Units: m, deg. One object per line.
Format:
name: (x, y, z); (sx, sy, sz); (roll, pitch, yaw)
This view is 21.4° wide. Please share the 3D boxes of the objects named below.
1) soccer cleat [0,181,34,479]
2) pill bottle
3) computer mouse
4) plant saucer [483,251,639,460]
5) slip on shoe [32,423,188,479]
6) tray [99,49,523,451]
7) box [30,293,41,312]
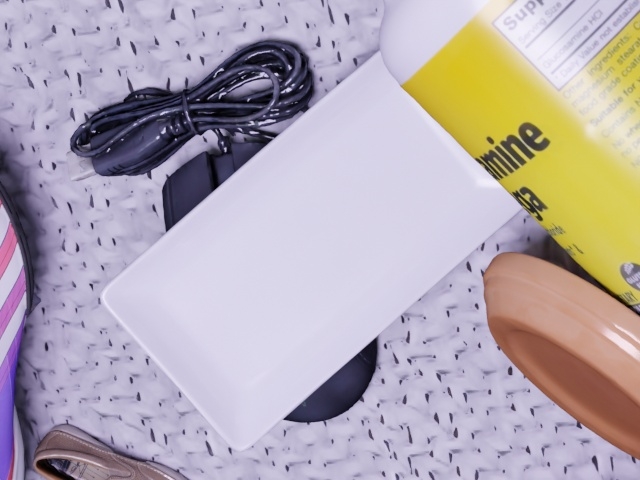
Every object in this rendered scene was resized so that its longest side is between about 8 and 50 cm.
soccer cleat: (-0.266, 0.087, 1.176); (0.108, 0.116, 0.318); (7, 112, 12)
pill bottle: (0.158, -0.113, 1.007); (0.334, 0.188, 0.188); (45, 115, -2)
computer mouse: (-0.054, 0.016, 1.177); (0.188, 0.072, 0.272); (-19, 103, 20)
plant saucer: (0.179, 0.085, 1.076); (0.200, 0.200, 0.037); (41, 78, -1)
slip on shoe: (-0.154, 0.185, 1.283); (0.135, 0.041, 0.051); (29, 114, 4)
tray: (0.000, 0.000, 1.124); (0.270, 0.030, 0.145); (-41, 99, -3)
box: (-0.351, 0.071, 1.290); (0.183, 0.056, 0.231); (42, 115, -1)
